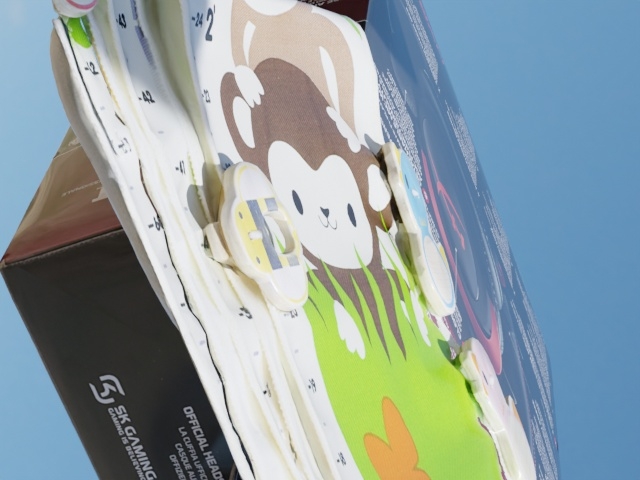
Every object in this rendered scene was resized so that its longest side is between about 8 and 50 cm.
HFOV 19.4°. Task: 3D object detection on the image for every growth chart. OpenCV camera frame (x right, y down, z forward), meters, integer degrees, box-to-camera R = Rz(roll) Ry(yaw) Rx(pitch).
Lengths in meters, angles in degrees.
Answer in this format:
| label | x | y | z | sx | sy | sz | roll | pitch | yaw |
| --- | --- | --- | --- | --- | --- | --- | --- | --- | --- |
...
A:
| label | x | y | z | sx | sy | sz | roll | pitch | yaw |
| --- | --- | --- | --- | --- | --- | --- | --- | --- | --- |
| growth chart | 0.000 | 0.000 | 0.412 | 0.021 | 0.237 | 0.172 | -24 | -174 | 22 |

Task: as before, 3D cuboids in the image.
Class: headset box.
| label | x | y | z | sx | sy | sz | roll | pitch | yaw |
| --- | --- | --- | --- | --- | --- | --- | --- | --- | --- |
| headset box | 0.004 | 0.036 | 0.632 | 0.110 | 0.218 | 0.293 | -17 | -157 | 11 |
